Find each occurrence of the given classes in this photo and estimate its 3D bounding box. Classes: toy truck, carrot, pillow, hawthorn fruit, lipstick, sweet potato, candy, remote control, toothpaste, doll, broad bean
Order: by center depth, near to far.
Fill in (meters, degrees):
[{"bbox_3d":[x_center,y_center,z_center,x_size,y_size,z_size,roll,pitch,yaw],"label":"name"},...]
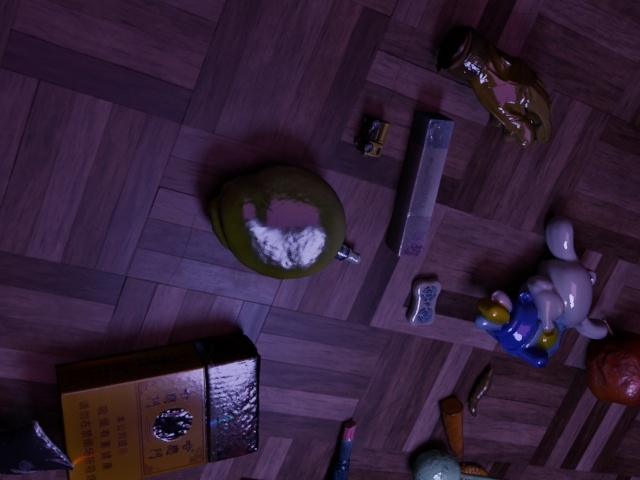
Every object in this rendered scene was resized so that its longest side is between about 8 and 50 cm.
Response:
[{"bbox_3d":[-0.607,0.421,1.604,0.209,0.055,0.141,-13,122,24],"label":"pillow"},{"bbox_3d":[-0.081,-0.039,1.623,0.291,0.119,0.238,25,100,-24],"label":"broad bean"},{"bbox_3d":[0.110,-0.216,1.681,0.054,0.049,0.083,10,108,-30],"label":"toy truck"},{"bbox_3d":[0.000,0.000,1.742,0.216,0.037,0.061,28,98,-26],"label":"toothpaste"},{"bbox_3d":[0.216,-0.121,1.764,0.066,0.068,0.317,0,114,-25],"label":"lipstick"},{"bbox_3d":[0.250,0.148,1.928,0.074,0.032,0.122,-3,114,-23],"label":"remote control"},{"bbox_3d":[0.545,0.174,2.006,0.366,0.187,0.376,-35,101,-16],"label":"doll"},{"bbox_3d":[0.058,0.563,2.027,0.054,0.053,0.234,4,110,-26],"label":"lipstick"},{"bbox_3d":[0.422,0.403,2.126,0.041,0.038,0.153,16,109,-6],"label":"sweet potato"},{"bbox_3d":[0.359,0.510,2.139,0.061,0.061,0.209,-23,127,-13],"label":"carrot"},{"bbox_3d":[0.448,0.647,2.177,0.440,0.119,0.119,13,107,-20],"label":"candy"},{"bbox_3d":[0.822,0.320,2.194,0.208,0.207,0.243,-21,94,-15],"label":"hawthorn fruit"}]

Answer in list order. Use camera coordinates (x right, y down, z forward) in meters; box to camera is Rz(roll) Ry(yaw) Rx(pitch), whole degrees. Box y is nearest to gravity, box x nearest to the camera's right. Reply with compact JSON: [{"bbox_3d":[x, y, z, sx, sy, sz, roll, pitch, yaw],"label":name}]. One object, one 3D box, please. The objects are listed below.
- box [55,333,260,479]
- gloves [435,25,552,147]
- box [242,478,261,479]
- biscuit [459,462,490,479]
[{"bbox_3d":[-0.336,0.361,1.711,0.416,0.116,0.264,-6,115,-21],"label":"box"},{"bbox_3d":[0.391,-0.320,1.702,0.331,0.154,0.141,37,97,-26],"label":"gloves"},{"bbox_3d":[-0.138,0.636,1.988,0.155,0.023,0.086,16,109,-29],"label":"box"},{"bbox_3d":[0.376,0.738,2.265,0.254,0.035,0.253,-11,118,-21],"label":"biscuit"}]
